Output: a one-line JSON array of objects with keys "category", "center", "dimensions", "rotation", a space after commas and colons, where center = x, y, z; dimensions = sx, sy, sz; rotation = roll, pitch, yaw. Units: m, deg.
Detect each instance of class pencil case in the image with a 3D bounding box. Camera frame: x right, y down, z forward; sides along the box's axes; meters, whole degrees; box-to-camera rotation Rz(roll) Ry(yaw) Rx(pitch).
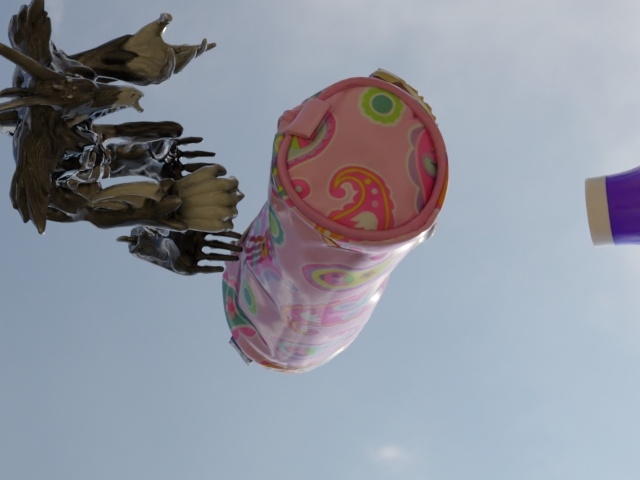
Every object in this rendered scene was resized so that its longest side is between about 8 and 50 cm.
[{"category": "pencil case", "center": [0.000, 0.000, 1.034], "dimensions": [0.124, 0.284, 0.124], "rotation": [4, -112, -11]}]

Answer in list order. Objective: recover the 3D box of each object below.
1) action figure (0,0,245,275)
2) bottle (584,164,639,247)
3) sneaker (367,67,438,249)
[{"category": "action figure", "center": [-0.123, -0.068, 0.977], "dimensions": [0.141, 0.276, 0.164], "rotation": [-12, -107, 10]}, {"category": "bottle", "center": [0.382, -0.043, 1.341], "dimensions": [0.283, 0.118, 0.092], "rotation": [-8, -90, 14]}, {"category": "sneaker", "center": [0.046, -0.047, 1.175], "dimensions": [0.084, 0.185, 0.069], "rotation": [-36, -131, -24]}]
